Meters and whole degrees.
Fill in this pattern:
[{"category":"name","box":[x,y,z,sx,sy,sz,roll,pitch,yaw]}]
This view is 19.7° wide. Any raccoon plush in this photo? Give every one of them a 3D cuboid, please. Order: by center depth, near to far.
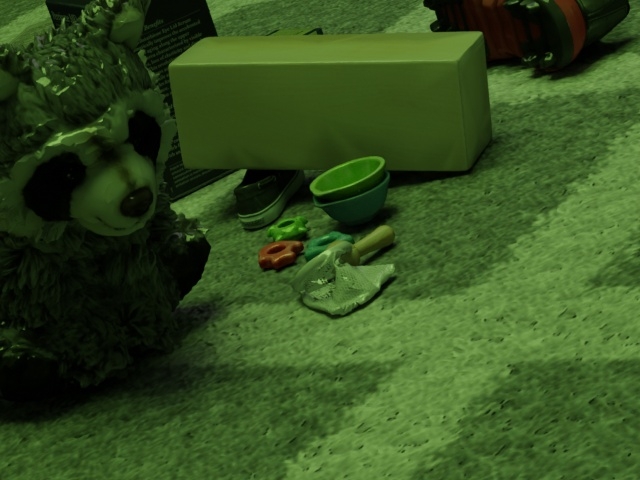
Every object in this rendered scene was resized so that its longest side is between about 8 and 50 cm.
[{"category":"raccoon plush","box":[-0.279,-0.066,1.414,0.446,0.299,0.216,14,41,30]}]

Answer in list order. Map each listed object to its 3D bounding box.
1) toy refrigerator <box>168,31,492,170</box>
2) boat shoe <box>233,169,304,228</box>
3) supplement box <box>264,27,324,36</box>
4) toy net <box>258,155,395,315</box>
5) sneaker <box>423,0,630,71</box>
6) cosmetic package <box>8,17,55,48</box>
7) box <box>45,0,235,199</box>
[{"category":"toy refrigerator","box":[0.011,-0.125,1.640,0.269,0.102,0.094,1,23,22]},{"category":"boat shoe","box":[-0.048,-0.055,1.678,0.049,0.040,0.142,-14,20,15]},{"category":"supplement box","box":[-0.044,-0.192,2.023,0.083,0.056,0.083,-32,22,-32]},{"category":"toy net","box":[0.000,0.000,1.474,0.122,0.045,0.232,-16,19,8]},{"category":"sneaker","box":[0.207,-0.238,1.847,0.135,0.098,0.276,-27,22,-20]},{"category":"cosmetic package","box":[-0.295,-0.158,2.067,0.153,0.129,0.296,-14,20,20]},{"category":"box","box":[-0.168,-0.161,1.829,0.108,0.207,0.153,-28,21,-23]}]
